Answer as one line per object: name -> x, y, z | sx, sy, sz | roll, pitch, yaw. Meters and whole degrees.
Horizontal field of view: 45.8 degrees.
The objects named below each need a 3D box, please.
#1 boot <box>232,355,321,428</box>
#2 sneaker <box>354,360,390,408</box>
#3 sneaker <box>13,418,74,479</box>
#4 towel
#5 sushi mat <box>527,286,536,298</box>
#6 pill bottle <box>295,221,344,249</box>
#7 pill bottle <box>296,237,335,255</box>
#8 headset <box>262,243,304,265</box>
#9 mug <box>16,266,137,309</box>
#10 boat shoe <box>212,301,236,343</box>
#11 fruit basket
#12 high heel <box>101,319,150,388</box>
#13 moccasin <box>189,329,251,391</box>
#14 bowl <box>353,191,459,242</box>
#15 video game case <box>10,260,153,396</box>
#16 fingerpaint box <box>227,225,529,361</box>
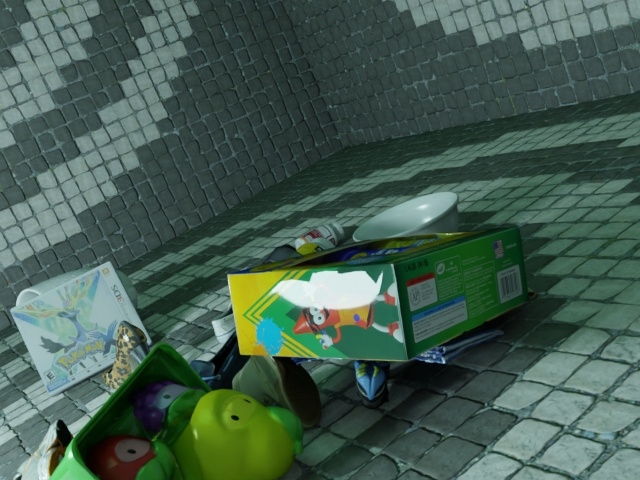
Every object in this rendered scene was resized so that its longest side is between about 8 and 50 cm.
boot -> -0.090, 0.302, 1.458 | 0.077, 0.213, 0.165 | 0, -45, -42
sneaker -> 0.091, 0.259, 1.368 | 0.067, 0.078, 0.188 | 1, 2, 7
sneaker -> -0.605, 0.482, 1.646 | 0.121, 0.099, 0.262 | -29, 13, -3
towel -> 0.139, 0.195, 1.417 | 0.335, 0.040, 0.243 | -5, 1, 36
sushi mat -> 0.341, 0.101, 1.654 | 0.151, 0.019, 0.316 | -24, 14, -2
pill bottle -> 0.000, 0.000, 2.470 | 0.152, 0.086, 0.086 | -29, 15, -25
pill bottle -> -0.040, 0.078, 2.168 | 0.119, 0.119, 0.208 | -14, 17, 35
headset -> -0.059, 0.142, 1.791 | 0.185, 0.243, 0.394 | -49, 5, -15
mug -> -0.755, 0.222, 2.494 | 0.374, 0.276, 0.328 | -14, 9, 42
boat shoe -> -0.220, 0.198, 2.106 | 0.083, 0.076, 0.226 | -16, 16, 29
fruit basket -> -0.228, 0.336, 1.275 | 0.392, 0.283, 0.392 | -40, 8, 6
high heel -> -0.534, 0.298, 2.016 | 0.261, 0.186, 0.093 | -11, 18, 42
moccasin -> -0.260, 0.310, 1.660 | 0.137, 0.117, 0.342 | -14, 17, 35
bowl -> 0.245, -0.008, 1.986 | 0.297, 0.134, 0.298 | -23, 13, 6
video game case -> -0.720, 0.261, 2.287 | 0.328, 0.300, 0.036 | -28, -16, -14
fingerpaint box -> 0.117, 0.086, 1.411 | 0.371, 0.163, 0.444 | -6, 5, 41
